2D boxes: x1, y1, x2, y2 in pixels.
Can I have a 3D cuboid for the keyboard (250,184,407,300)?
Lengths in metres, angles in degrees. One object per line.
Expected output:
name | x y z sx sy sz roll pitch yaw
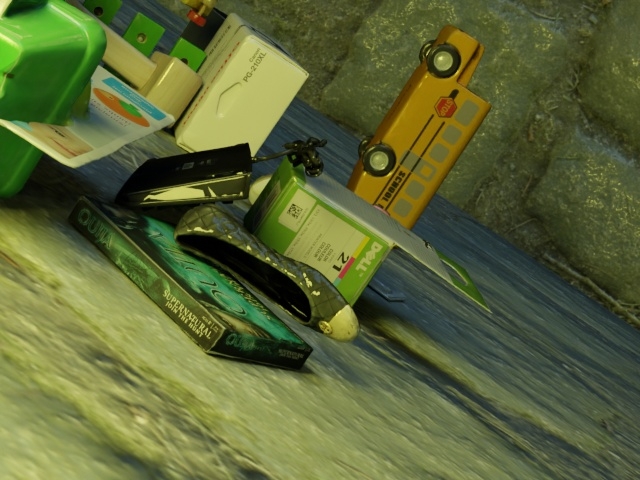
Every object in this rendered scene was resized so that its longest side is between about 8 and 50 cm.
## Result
keyboard | 0.000 0.000 1.584 0.256 0.014 0.072 37 5 19

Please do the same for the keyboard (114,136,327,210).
keyboard | -0.086 -0.065 1.205 0.202 0.033 0.317 -10 10 -2

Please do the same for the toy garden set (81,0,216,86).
toy garden set | -0.262 -0.315 1.699 0.244 0.204 0.049 30 9 -23

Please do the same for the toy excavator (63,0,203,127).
toy excavator | -0.344 -0.310 1.475 0.433 0.222 0.445 35 1 0

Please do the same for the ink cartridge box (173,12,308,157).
ink cartridge box | -0.118 -0.202 1.709 0.100 0.172 0.237 32 9 -17

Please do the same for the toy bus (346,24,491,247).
toy bus | 0.154 -0.164 1.939 0.130 0.332 0.108 31 9 -9

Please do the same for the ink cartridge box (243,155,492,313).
ink cartridge box | 0.047 0.021 1.370 0.255 0.097 0.189 34 9 -9

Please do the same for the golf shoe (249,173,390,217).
golf shoe | -0.002 -0.025 1.518 0.186 0.067 0.086 20 41 0

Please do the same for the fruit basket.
fruit basket | -0.276 -0.174 0.979 0.327 0.165 0.353 33 18 -1

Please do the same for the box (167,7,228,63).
box | -0.153 -0.263 1.958 0.158 0.156 0.093 23 15 -49

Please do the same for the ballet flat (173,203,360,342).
ballet flat | -0.044 0.033 1.020 0.173 0.057 0.049 34 48 7

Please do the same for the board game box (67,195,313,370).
board game box | -0.103 0.034 1.000 0.186 0.026 0.126 39 10 31
